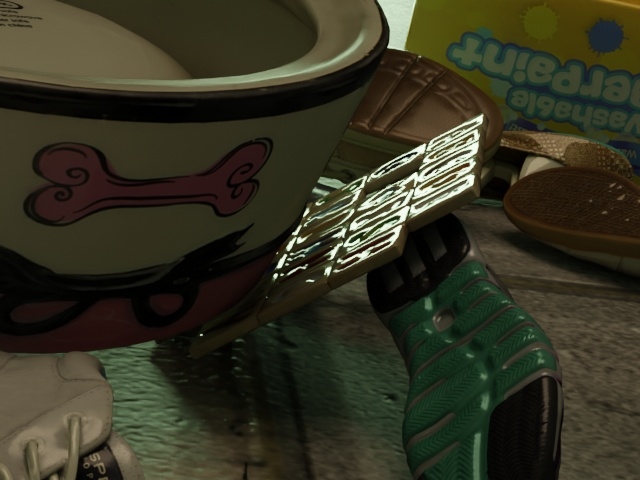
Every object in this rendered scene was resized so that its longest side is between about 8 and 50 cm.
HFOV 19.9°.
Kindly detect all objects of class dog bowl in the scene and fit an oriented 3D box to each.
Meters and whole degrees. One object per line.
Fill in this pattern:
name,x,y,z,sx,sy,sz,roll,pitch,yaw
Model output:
dog bowl,-0.178,-0.086,0.935,0.408,0.150,0.408,11,23,-5

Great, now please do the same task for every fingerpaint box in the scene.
fingerpaint box,0.305,-0.182,1.603,0.445,0.163,0.371,13,26,3

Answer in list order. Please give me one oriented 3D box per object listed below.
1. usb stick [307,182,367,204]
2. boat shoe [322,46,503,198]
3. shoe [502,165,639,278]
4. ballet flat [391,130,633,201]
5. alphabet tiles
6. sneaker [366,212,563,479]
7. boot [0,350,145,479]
usb stick,-0.071,-0.039,1.245,0.278,0.045,0.077,19,19,34
boat shoe,0.003,-0.089,1.362,0.285,0.089,0.104,16,43,24
shoe,0.219,0.002,1.260,0.219,0.058,0.076,17,48,41
ballet flat,0.134,-0.050,1.394,0.206,0.073,0.067,9,43,9
alphabet tiles,0.000,0.000,0.993,0.198,0.009,0.237,-27,10,13
sneaker,0.090,0.075,0.879,0.098,0.083,0.223,46,18,-30
boot,-0.125,0.088,0.661,0.123,0.095,0.258,-1,16,-8
